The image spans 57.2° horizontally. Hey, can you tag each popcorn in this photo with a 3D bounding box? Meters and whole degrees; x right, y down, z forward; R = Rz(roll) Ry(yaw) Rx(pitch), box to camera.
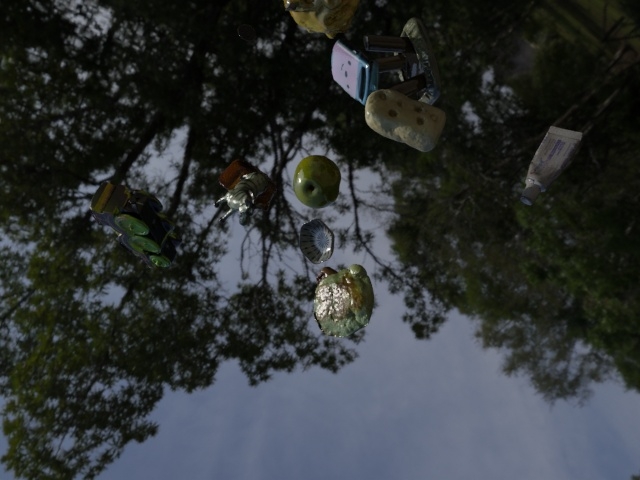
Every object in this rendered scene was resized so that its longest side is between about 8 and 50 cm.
[{"bbox_3d":[-0.015,-0.833,1.962,0.297,0.316,0.281,19,-128,37],"label":"popcorn"}]

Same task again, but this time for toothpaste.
[{"bbox_3d":[0.727,-0.239,1.879,0.099,0.282,0.068,30,174,8],"label":"toothpaste"}]

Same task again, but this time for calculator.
[{"bbox_3d":[0.120,-0.583,2.038,0.051,0.173,0.293,-16,-137,-23],"label":"calculator"}]

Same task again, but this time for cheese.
[{"bbox_3d":[0.266,-0.395,1.879,0.263,0.093,0.159,22,-125,10],"label":"cheese"}]

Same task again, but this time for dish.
[{"bbox_3d":[0.000,0.000,2.390,0.066,0.191,0.191,-12,-124,-47],"label":"dish"}]

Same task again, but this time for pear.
[{"bbox_3d":[0.000,-0.206,1.990,0.166,0.180,0.216,4,-156,24],"label":"pear"}]

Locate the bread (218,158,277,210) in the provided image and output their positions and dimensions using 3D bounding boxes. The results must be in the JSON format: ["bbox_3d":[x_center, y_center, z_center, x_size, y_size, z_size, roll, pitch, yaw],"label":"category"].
[{"bbox_3d":[-0.283,-0.219,2.332,0.232,0.135,0.247,28,-166,-42],"label":"bread"}]

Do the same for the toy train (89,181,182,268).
[{"bbox_3d":[-0.459,-0.029,1.493,0.160,0.296,0.100,11,-120,12],"label":"toy train"}]

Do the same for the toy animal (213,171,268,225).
[{"bbox_3d":[-0.183,-0.115,1.465,0.073,0.176,0.217,53,-137,-20],"label":"toy animal"}]

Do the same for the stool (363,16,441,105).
[{"bbox_3d":[0.277,-0.618,2.176,0.226,0.310,0.310,-15,-97,-10],"label":"stool"}]

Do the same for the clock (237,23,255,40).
[{"bbox_3d":[-0.320,-0.901,2.544,0.083,0.010,0.074,1,-98,-29],"label":"clock"}]

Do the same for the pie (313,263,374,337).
[{"bbox_3d":[0.078,0.212,2.054,0.105,0.274,0.257,22,-110,-39],"label":"pie"}]
